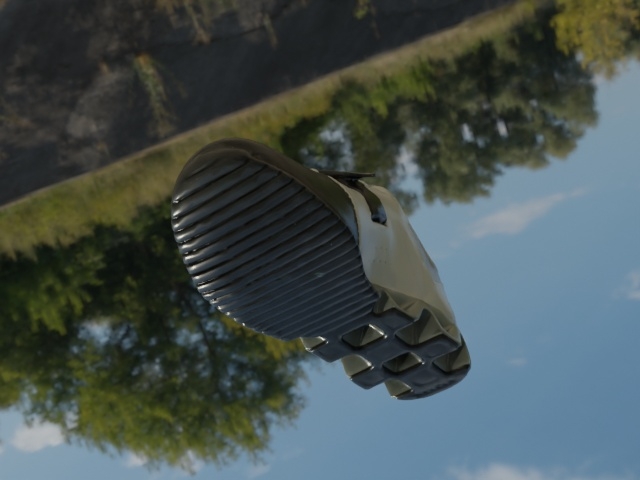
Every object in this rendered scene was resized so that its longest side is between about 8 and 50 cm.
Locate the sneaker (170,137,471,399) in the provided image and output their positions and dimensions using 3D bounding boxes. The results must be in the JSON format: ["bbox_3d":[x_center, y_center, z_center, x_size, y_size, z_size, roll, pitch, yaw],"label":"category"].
[{"bbox_3d":[0.000,0.000,0.736,0.122,0.330,0.146,-23,-129,21],"label":"sneaker"}]
